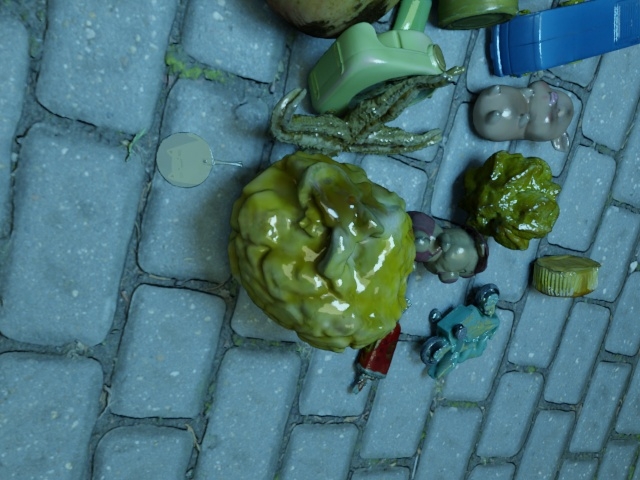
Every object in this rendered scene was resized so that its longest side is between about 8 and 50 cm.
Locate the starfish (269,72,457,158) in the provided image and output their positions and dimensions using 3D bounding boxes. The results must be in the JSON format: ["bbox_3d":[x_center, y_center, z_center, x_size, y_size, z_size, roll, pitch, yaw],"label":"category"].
[{"bbox_3d":[0.102,-0.243,0.901,0.431,0.324,0.083,-12,75,-10],"label":"starfish"}]

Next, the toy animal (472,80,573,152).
[{"bbox_3d":[0.506,-0.313,1.098,0.249,0.154,0.167,4,91,-5],"label":"toy animal"}]

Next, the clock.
[{"bbox_3d":[0.144,-0.341,0.910,0.307,0.235,0.096,-8,84,-27],"label":"clock"}]

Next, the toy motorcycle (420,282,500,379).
[{"bbox_3d":[0.398,0.260,1.223,0.296,0.109,0.199,-36,123,-13],"label":"toy motorcycle"}]

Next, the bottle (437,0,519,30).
[{"bbox_3d":[0.338,-0.657,0.945,0.171,0.171,0.352,-9,103,-20],"label":"bottle"}]

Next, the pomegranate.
[{"bbox_3d":[0.023,-0.527,0.781,0.321,0.322,0.323,-5,104,-21],"label":"pomegranate"}]

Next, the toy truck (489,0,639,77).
[{"bbox_3d":[0.610,-0.515,1.087,0.384,0.162,0.161,-18,110,-17],"label":"toy truck"}]

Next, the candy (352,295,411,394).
[{"bbox_3d":[0.156,0.274,1.143,0.086,0.059,0.293,19,93,-23],"label":"candy"}]

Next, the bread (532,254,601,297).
[{"bbox_3d":[0.724,0.109,1.296,0.190,0.132,0.114,-10,108,-17],"label":"bread"}]

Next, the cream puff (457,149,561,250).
[{"bbox_3d":[0.457,-0.098,1.082,0.196,0.244,0.245,19,95,-25],"label":"cream puff"}]

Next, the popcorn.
[{"bbox_3d":[0.004,0.017,0.883,0.353,0.344,0.391,2,114,23],"label":"popcorn"}]

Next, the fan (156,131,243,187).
[{"bbox_3d":[-0.247,-0.164,0.906,0.175,0.005,0.114,0,102,-21],"label":"fan"}]

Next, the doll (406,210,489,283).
[{"bbox_3d":[0.297,0.023,1.075,0.255,0.196,0.153,13,96,-18],"label":"doll"}]

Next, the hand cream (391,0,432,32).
[{"bbox_3d":[0.205,-0.500,0.993,0.095,0.046,0.175,10,105,-25],"label":"hand cream"}]
